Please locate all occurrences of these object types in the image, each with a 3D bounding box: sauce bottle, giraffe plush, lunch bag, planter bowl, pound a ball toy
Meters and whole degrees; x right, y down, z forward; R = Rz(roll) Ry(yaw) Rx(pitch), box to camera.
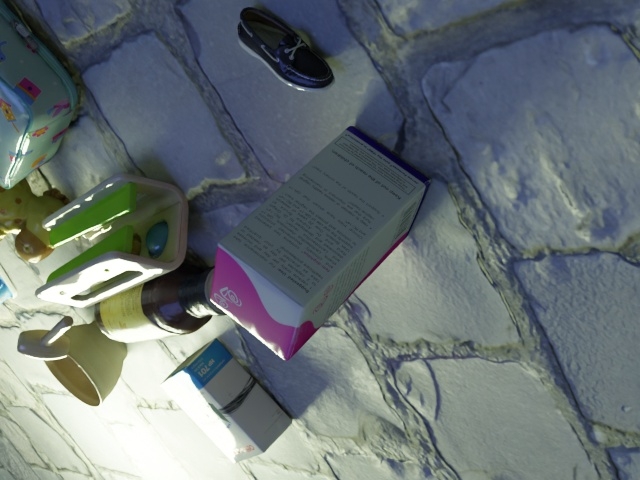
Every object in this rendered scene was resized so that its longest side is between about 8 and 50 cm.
[{"bbox_3d":[-0.232,0.093,1.419,0.344,0.111,0.111,-14,115,54],"label":"sauce bottle"},{"bbox_3d":[-0.485,-0.037,1.542,0.170,0.181,0.210,32,110,1],"label":"giraffe plush"},{"bbox_3d":[-0.469,-0.219,1.344,0.224,0.108,0.279,48,146,0],"label":"lunch bag"},{"bbox_3d":[-0.439,0.222,1.782,0.162,0.109,0.162,27,143,23],"label":"planter bowl"},{"bbox_3d":[-0.317,0.054,1.373,0.135,0.208,0.319,15,156,-35],"label":"pound a ball toy"}]

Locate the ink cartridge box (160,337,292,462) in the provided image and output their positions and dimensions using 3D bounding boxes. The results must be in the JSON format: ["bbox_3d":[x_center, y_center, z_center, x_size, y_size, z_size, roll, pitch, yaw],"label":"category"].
[{"bbox_3d":[-0.158,0.270,1.559,0.191,0.082,0.139,49,146,-3],"label":"ink cartridge box"}]

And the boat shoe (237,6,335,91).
[{"bbox_3d":[-0.036,-0.198,0.961,0.125,0.046,0.038,40,152,22],"label":"boat shoe"}]

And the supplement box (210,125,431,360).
[{"bbox_3d":[0.000,0.000,0.972,0.114,0.220,0.111,36,145,13],"label":"supplement box"}]

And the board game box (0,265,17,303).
[{"bbox_3d":[-0.855,-0.044,1.997,0.390,0.050,0.390,8,132,43],"label":"board game box"}]
